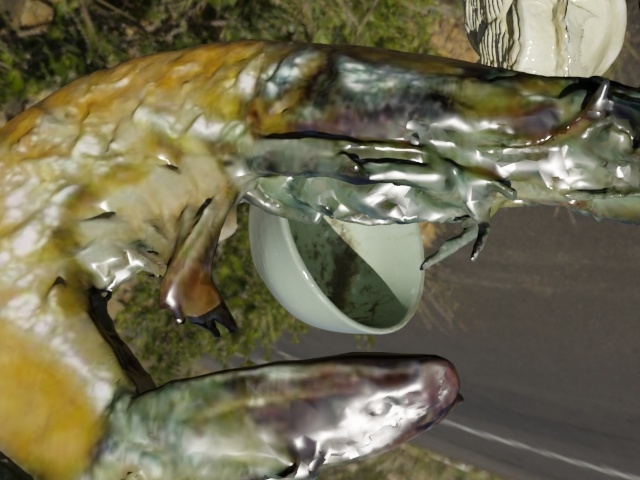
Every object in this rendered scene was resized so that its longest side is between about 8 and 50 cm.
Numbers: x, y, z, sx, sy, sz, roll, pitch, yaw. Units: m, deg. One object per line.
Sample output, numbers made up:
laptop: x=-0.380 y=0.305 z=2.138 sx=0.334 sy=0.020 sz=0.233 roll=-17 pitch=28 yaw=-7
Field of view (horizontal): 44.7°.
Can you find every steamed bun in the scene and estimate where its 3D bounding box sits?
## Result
steamed bun: x=0.382 y=-0.369 z=1.305 sx=0.238 sy=0.394 sz=0.346 roll=-8 pitch=145 yaw=-4

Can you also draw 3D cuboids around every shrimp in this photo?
shrimp: x=0.005 y=-0.002 z=0.367 sx=0.445 sy=0.272 sz=0.085 roll=-1 pitch=143 yaw=14

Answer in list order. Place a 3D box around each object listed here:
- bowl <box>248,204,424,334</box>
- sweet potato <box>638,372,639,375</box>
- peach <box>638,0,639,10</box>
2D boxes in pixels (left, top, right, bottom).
bowl: x=0.000 y=0.000 z=1.046 sx=0.146 sy=0.289 sz=0.289 roll=-21 pitch=142 yaw=38
sweet potato: x=0.387 y=0.240 z=0.726 sx=0.075 sy=0.269 sz=0.075 roll=-19 pitch=165 yaw=-5
peach: x=0.420 y=-0.278 z=0.917 sx=0.077 sy=0.083 sz=0.050 roll=3 pitch=117 yaw=53
